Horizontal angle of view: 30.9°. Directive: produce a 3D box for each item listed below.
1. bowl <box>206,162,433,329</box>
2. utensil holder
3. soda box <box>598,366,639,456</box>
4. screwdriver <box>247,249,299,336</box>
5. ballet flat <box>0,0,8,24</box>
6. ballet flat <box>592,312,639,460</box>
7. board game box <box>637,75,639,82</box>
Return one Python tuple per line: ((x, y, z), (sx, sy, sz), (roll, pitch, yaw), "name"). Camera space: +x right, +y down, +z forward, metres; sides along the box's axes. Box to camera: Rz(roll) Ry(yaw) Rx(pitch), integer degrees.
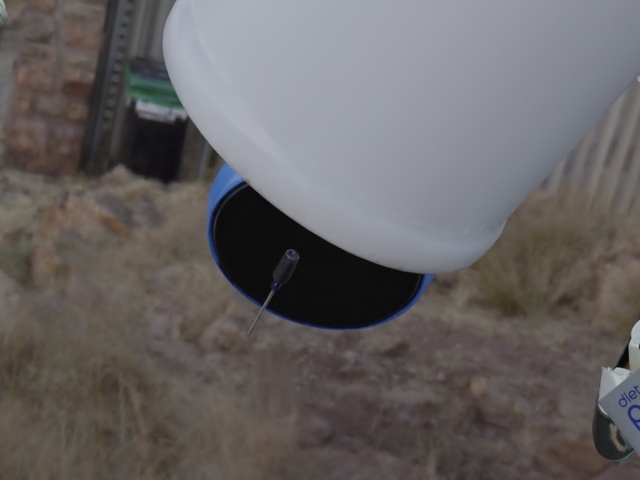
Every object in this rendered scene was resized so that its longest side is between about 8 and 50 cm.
((0.000, 0.000, 1.860), (0.391, 0.391, 0.077), (15, 47, 4), "bowl")
((0.113, -0.221, 0.864), (0.327, 0.385, 0.327), (28, 31, -19), "utensil holder")
((0.463, 0.135, 1.325), (0.091, 0.286, 0.098), (-3, 53, -53), "soda box")
((-0.066, 0.070, 1.515), (0.024, 0.170, 0.025), (12, 47, -20), "screwdriver")
((-0.457, -0.319, 1.573), (0.168, 0.052, 0.057), (47, -8, 50), "ballet flat")
((0.491, 0.209, 1.826), (0.095, 0.280, 0.096), (7, -36, 39), "ballet flat")
((0.669, -0.333, 1.759), (0.050, 0.390, 0.390), (24, 34, -55), "board game box")
